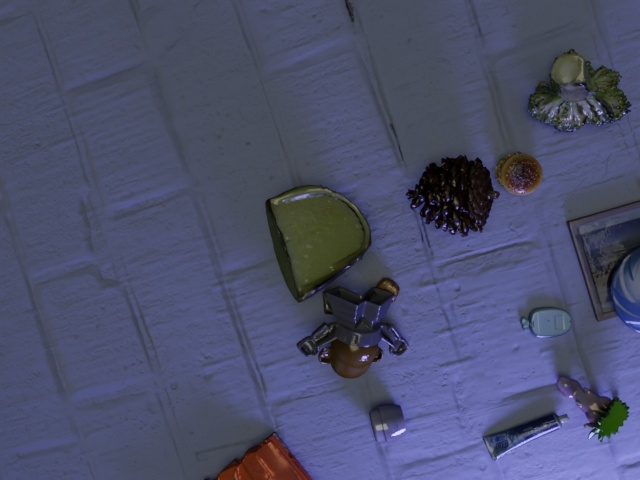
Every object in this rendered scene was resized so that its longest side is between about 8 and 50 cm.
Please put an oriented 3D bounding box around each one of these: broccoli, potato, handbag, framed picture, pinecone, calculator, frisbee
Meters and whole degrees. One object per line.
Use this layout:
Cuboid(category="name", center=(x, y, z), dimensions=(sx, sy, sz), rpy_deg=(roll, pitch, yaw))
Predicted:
Cuboid(category="broccoli", center=(0.683, -0.429, 1.701), dimensions=(0.252, 0.362, 0.221), rpy_deg=(41, 108, 41))
Cuboid(category="potato", center=(0.000, 0.000, 1.908), dimensions=(0.280, 0.213, 0.330), rpy_deg=(-19, 81, -9))
Cuboid(category="handbag", center=(-0.224, 0.861, 2.016), dimensions=(0.410, 0.116, 0.303), rpy_deg=(-40, 88, 8))
Cuboid(category="framed picture", center=(1.006, 0.032, 1.839), dimensions=(0.447, 0.028, 0.325), rpy_deg=(-18, 92, 9))
Cuboid(category="pinecone", center=(0.396, -0.142, 1.816), dimensions=(0.257, 0.243, 0.243), rpy_deg=(32, 98, 25))
Cuboid(category="calculator", center=(0.697, 0.254, 1.898), dimensions=(0.153, 0.021, 0.095), rpy_deg=(-4, 93, 5))
Cuboid(category="frisbee", center=(1.010, 0.149, 1.808), dimensions=(0.290, 0.049, 0.289), rpy_deg=(1, 94, 7))

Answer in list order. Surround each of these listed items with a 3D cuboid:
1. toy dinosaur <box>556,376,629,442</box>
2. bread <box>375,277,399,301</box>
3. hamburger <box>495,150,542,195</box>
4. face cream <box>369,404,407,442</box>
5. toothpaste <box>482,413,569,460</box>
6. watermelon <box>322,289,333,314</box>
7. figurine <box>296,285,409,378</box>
Cuboid(category="toy dinosaur", center=(0.806, 0.506, 1.849), dimensions=(0.194, 0.177, 0.152), rpy_deg=(30, 93, -24))
Cuboid(category="bread", center=(0.210, 0.161, 1.947), dimensions=(0.081, 0.046, 0.083), rpy_deg=(-2, 95, 13))
Cuboid(category="hamburger", center=(0.597, -0.202, 1.852), dimensions=(0.141, 0.081, 0.126), rpy_deg=(44, 98, 2))
Cuboid(category="face cream", center=(0.213, 0.576, 1.937), dimensions=(0.104, 0.117, 0.117), rpy_deg=(-13, 92, 2))
Cuboid(category="toothpaste", center=(0.645, 0.601, 1.918), dimensions=(0.269, 0.047, 0.069), rpy_deg=(-27, 102, 12))
Cuboid(category="watermelon", center=(0.043, 0.196, 1.974), dimensions=(0.092, 0.072, 0.084), rpy_deg=(9, 82, -31))
Cuboid(category="figurine", center=(0.106, 0.294, 1.892), dimensions=(0.343, 0.167, 0.284), rpy_deg=(8, 109, 6))
